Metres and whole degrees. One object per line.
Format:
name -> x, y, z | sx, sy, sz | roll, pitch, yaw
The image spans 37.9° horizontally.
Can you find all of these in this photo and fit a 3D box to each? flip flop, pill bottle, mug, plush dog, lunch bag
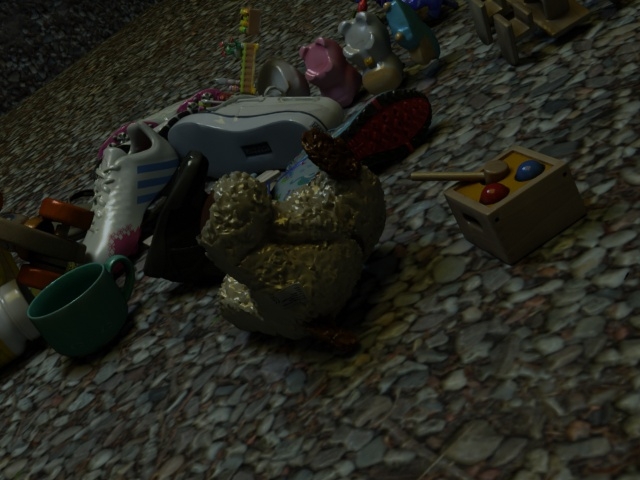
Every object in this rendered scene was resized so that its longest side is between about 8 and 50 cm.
flip flop -> -0.452, -0.061, 1.834 | 0.277, 0.080, 0.112 | -4, 35, 44
pill bottle -> -0.543, 0.157, 1.473 | 0.208, 0.119, 0.119 | -33, 25, -8
mug -> -0.338, 0.103, 1.379 | 0.157, 0.097, 0.129 | -28, 24, 1
plush dog -> 0.000, 0.000, 1.111 | 0.210, 0.262, 0.225 | 25, 62, 21
lunch bag -> -0.039, -0.036, 1.335 | 0.151, 0.096, 0.129 | -37, 24, 18

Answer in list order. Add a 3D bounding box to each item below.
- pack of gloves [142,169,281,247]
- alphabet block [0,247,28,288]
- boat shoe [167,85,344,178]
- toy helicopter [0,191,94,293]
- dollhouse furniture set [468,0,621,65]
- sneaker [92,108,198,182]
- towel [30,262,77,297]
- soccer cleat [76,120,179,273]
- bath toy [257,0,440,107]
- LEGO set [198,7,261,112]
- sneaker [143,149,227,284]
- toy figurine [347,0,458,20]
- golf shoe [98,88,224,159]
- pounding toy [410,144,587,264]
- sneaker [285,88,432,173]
pack of gloves -> -0.178, -0.038, 1.562 | 0.232, 0.046, 0.195 | -34, 12, -13
alphabet block -> -0.660, 0.079, 1.624 | 0.197, 0.194, 0.192 | -13, 29, 11
boat shoe -> -0.110, -0.212, 1.689 | 0.367, 0.136, 0.156 | -3, 36, 41
toy helicopter -> -0.506, -0.010, 1.556 | 0.355, 0.234, 0.140 | 176, 110, -79
dollhouse furniture set -> 0.360, -0.403, 1.594 | 0.212, 0.161, 0.242 | -32, 47, -4
sneaker -> -0.329, -0.181, 1.867 | 0.299, 0.111, 0.121 | -26, 14, -29
towel -> -0.496, 0.057, 1.706 | 0.102, 0.021, 0.237 | -46, 26, -3
soccer cleat -> -0.365, -0.075, 1.656 | 0.116, 0.143, 0.331 | -11, 41, 34
bath toy -> 0.043, -0.319, 1.740 | 0.348, 0.152, 0.129 | -18, -9, 32
LEGO set -> -0.176, -0.303, 1.780 | 0.107, 0.287, 0.132 | 4, 47, -6
sneaker -> -0.170, -0.025, 1.347 | 0.130, 0.228, 0.087 | 16, 34, -8
toy figurine -> 0.176, -0.486, 1.962 | 0.217, 0.191, 0.362 | 2, 19, -3
golf shoe -> -0.331, -0.230, 2.017 | 0.306, 0.115, 0.140 | -24, 14, -3
pounding toy -> 0.203, -0.055, 1.087 | 0.130, 0.100, 0.141 | -33, 25, -8
sneaker -> 0.049, -0.159, 1.453 | 0.261, 0.104, 0.125 | -33, 23, -7
